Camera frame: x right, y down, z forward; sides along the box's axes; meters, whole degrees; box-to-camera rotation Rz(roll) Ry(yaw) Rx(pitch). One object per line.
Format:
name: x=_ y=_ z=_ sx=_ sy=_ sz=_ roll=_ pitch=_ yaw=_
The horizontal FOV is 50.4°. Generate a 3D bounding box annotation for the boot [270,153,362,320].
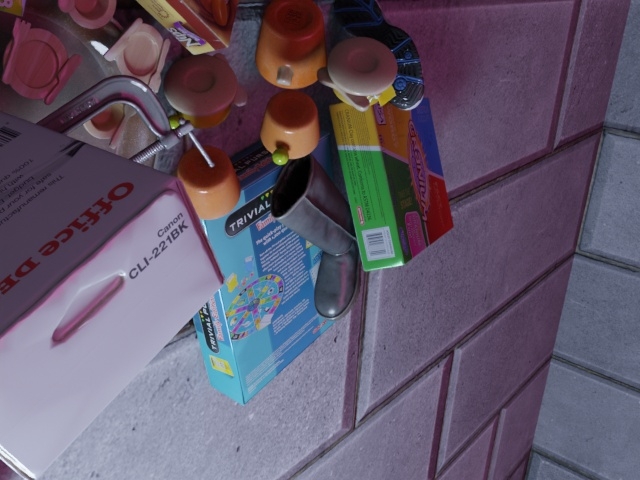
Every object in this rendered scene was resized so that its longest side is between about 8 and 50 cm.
boot: x=-0.002 y=0.001 z=0.952 sx=0.208 sy=0.076 sz=0.189 roll=41 pitch=59 yaw=-61

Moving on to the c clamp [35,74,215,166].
c clamp: x=-0.201 y=-0.089 z=0.678 sx=0.161 sy=0.022 sz=0.137 roll=-30 pitch=128 yaw=-8

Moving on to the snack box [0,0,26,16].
snack box: x=-0.285 y=-0.290 z=0.484 sx=0.175 sy=0.070 sz=0.207 roll=9 pitch=112 yaw=-33

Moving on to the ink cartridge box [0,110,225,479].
ink cartridge box: x=-0.240 y=0.018 z=0.514 sx=0.197 sy=0.273 sz=0.114 roll=-48 pitch=140 yaw=-28

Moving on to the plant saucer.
plant saucer: x=-0.294 y=-0.094 z=0.666 sx=0.311 sy=0.050 sz=0.310 roll=-28 pitch=127 yaw=-44

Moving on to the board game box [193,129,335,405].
board game box: x=-0.078 y=0.033 z=1.001 sx=0.254 sy=0.079 sz=0.336 roll=-38 pitch=134 yaw=-38

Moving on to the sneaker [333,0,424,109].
sneaker: x=0.097 y=-0.277 z=0.996 sx=0.080 sy=0.211 sz=0.081 roll=-30 pitch=159 yaw=15

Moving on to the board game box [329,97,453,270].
board game box: x=0.125 y=-0.105 z=1.082 sx=0.316 sy=0.064 sz=0.242 roll=-26 pitch=105 yaw=-64

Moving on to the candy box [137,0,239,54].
candy box: x=-0.130 y=-0.311 z=0.728 sx=0.109 sy=0.053 sz=0.186 roll=37 pitch=55 yaw=-54

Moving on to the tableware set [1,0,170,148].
tableware set: x=-0.220 y=-0.178 z=0.665 sx=0.169 sy=0.020 sz=0.141 roll=39 pitch=74 yaw=-54

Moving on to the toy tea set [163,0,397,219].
toy tea set: x=-0.072 y=-0.159 z=0.845 sx=0.336 sy=0.200 sz=0.124 roll=-38 pitch=164 yaw=-18
